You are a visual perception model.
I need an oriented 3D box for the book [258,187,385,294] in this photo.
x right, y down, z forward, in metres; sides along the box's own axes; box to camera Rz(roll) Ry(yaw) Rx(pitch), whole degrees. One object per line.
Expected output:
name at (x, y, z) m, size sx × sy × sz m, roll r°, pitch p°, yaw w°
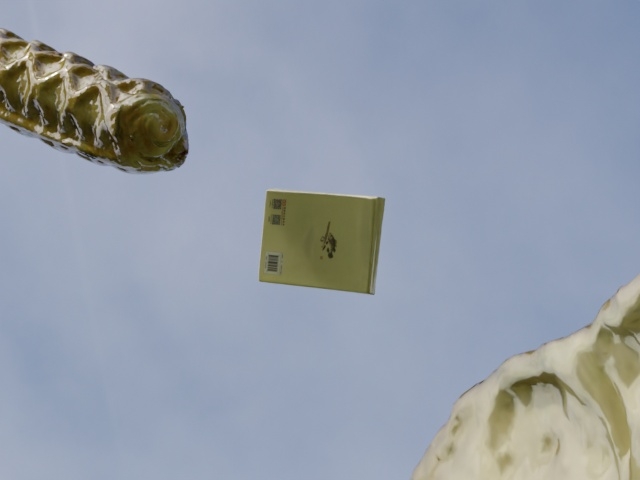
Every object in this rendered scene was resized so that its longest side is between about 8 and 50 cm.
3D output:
book at (0.000, 0.000, 1.282) m, size 0.111 × 0.077 × 0.014 m, roll 6°, pitch 1°, yaw 35°

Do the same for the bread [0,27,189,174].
bread at (-0.248, -0.130, 1.308) m, size 0.084 × 0.367 × 0.077 m, roll 33°, pitch -100°, yaw -55°

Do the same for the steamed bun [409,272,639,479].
steamed bun at (0.151, 0.149, 0.539) m, size 0.189 × 0.247 × 0.428 m, roll 18°, pitch -33°, yaw -13°
